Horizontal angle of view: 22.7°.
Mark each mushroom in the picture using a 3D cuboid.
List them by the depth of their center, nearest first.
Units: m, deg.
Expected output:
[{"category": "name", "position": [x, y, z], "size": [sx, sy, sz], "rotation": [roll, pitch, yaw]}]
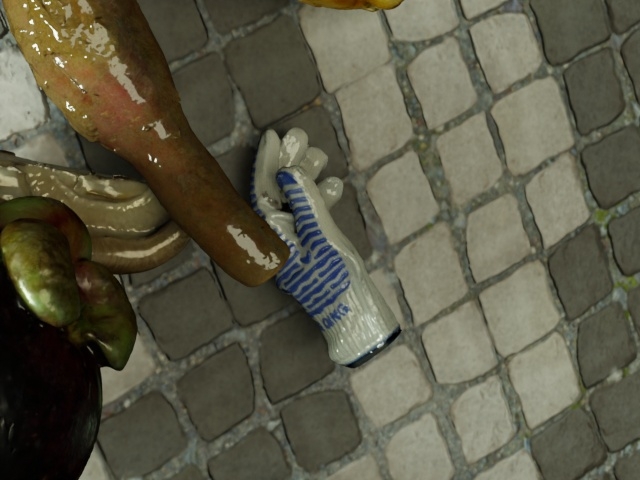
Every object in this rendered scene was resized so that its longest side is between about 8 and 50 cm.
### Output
[{"category": "mushroom", "position": [-0.201, -0.020, 1.338], "size": [0.210, 0.072, 0.094], "rotation": [7, 89, -30]}]

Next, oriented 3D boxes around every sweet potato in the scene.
[{"category": "sweet potato", "position": [-0.162, -0.122, 1.310], "size": [0.109, 0.109, 0.385], "rotation": [-34, 97, -22]}]

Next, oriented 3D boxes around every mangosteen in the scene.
[{"category": "mangosteen", "position": [-0.279, 0.092, 1.190], "size": [0.288, 0.288, 0.288], "rotation": [-4, 98, -29]}]

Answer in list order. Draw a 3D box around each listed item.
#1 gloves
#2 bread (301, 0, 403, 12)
[{"category": "gloves", "position": [-0.004, 0.005, 1.429], "size": [0.097, 0.119, 0.229], "rotation": [-19, 87, -14]}, {"category": "bread", "position": [-0.057, -0.304, 1.345], "size": [0.344, 0.149, 0.195], "rotation": [9, 76, -30]}]
